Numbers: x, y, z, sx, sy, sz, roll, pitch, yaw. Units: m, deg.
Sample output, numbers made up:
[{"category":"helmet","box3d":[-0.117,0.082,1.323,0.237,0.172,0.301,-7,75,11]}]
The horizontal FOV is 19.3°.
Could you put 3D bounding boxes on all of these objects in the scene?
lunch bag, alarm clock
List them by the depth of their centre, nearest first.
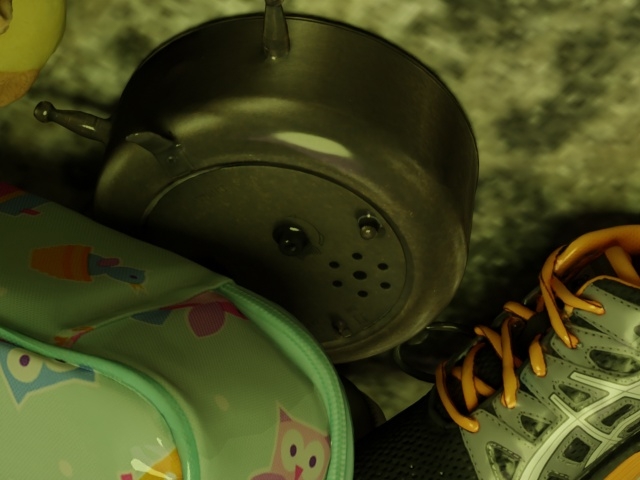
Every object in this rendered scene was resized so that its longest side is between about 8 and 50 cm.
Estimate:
[{"category":"lunch bag","box3d":[-0.130,0.096,0.635,0.279,0.108,0.224,20,111,32]},{"category":"alarm clock","box3d":[0.000,0.000,0.659,0.129,0.064,0.192,-24,131,32]}]

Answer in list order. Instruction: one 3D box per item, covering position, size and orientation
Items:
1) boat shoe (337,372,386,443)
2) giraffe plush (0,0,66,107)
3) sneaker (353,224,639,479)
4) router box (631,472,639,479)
[{"category":"boat shoe","box3d":[-0.138,0.096,0.752,0.335,0.112,0.095,-13,138,29]},{"category":"giraffe plush","box3d":[-0.143,-0.069,0.526,0.210,0.170,0.181,-18,131,27]},{"category":"sneaker","box3d":[0.091,0.041,0.652,0.215,0.084,0.083,-28,120,2]},{"category":"router box","box3d":[0.093,0.265,0.722,0.301,0.082,0.335,-23,95,8]}]
